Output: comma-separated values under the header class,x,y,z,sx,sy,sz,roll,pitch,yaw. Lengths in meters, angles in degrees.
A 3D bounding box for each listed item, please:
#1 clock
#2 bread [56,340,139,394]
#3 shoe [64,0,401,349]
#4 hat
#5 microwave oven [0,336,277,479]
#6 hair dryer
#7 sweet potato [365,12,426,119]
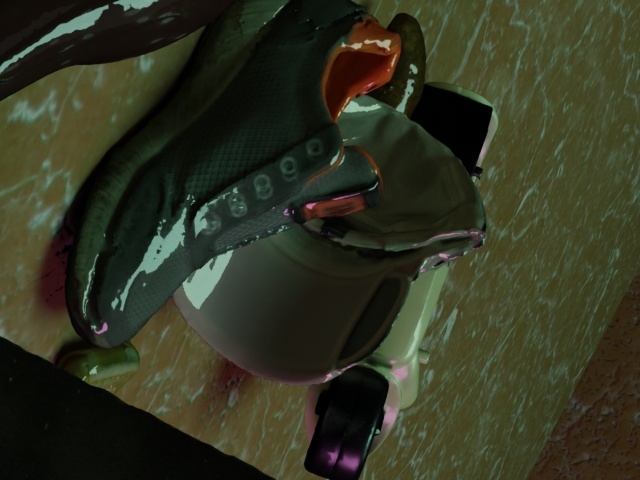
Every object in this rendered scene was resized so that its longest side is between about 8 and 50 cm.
class,x,y,z,sx,sy,sz,roll,pitch,yaw
clock,0.072,0.037,1.763,0.276,0.120,0.379,29,82,-88
bread,-0.171,0.098,1.406,0.049,0.033,0.088,-56,161,21
shoe,-0.041,-0.044,1.358,0.336,0.171,0.132,-58,161,-19
hat,0.000,0.000,1.521,0.226,0.219,0.164,-56,177,15
microwave oven,-0.154,0.239,1.011,0.236,0.432,0.374,-56,160,-23
hair dryer,-0.143,-0.241,1.002,0.312,0.123,0.340,-35,136,-36
sweet potato,0.019,-0.059,1.625,0.097,0.097,0.292,35,71,-71
